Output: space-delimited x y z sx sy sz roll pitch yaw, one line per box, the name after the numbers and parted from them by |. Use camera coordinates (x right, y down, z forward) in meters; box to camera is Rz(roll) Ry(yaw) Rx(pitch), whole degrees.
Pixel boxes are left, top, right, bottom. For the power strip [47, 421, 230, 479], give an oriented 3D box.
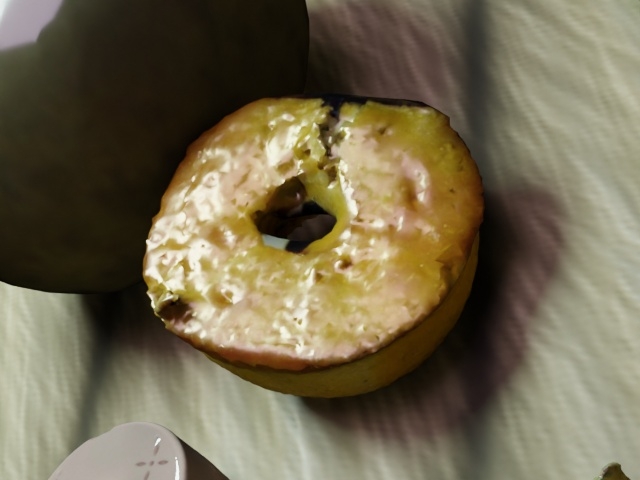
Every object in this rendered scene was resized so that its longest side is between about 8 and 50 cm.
-0.132 0.210 1.076 0.154 0.078 0.154 -24 41 23 | power strip

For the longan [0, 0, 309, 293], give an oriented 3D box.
-0.189 -0.143 1.286 0.404 0.336 0.404 -57 -7 -11 | longan

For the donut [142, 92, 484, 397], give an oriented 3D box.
-0.003 0.000 1.092 0.253 0.118 0.253 -14 52 18 | donut

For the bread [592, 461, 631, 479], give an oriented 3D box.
0.096 0.221 0.677 0.163 0.264 0.167 -4 46 41 | bread
